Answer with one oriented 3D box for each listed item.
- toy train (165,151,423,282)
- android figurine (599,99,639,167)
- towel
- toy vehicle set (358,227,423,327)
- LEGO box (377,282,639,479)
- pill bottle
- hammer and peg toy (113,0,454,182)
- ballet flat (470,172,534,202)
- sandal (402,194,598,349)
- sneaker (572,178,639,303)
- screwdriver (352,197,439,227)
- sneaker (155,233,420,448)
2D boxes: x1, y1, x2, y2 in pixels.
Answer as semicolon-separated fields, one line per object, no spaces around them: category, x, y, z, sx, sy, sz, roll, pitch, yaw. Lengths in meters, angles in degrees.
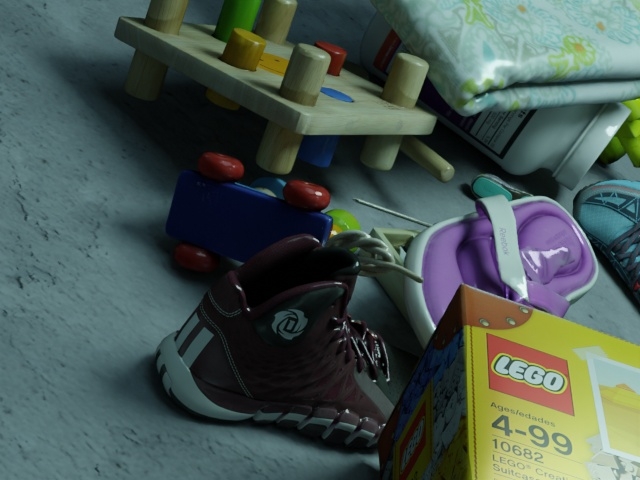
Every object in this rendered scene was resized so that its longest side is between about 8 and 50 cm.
toy train;0.000;0.000;1.278;0.248;0.105;0.143;19;9;21
android figurine;0.351;-0.218;1.908;0.273;0.056;0.248;55;-12;-18
towel;0.208;-0.286;1.641;0.374;0.090;0.320;-9;52;-40
toy vehicle set;0.169;0.092;1.424;0.166;0.035;0.267;2;41;-43
LEGO box;0.296;0.282;1.024;0.500;0.193;0.372;19;32;-8
pill bottle;0.220;-0.206;1.781;0.323;0.181;0.181;37;29;6
hammer and peg toy;-0.006;-0.169;1.491;0.266;0.127;0.361;30;20;30
ballet flat;0.230;-0.045;1.696;0.114;0.041;0.041;33;29;-2
sandal;0.193;0.021;1.379;0.169;0.102;0.416;50;28;1
sneaker;0.408;0.025;1.697;0.262;0.104;0.125;37;31;9
screwdriver;0.106;-0.021;1.467;0.170;0.024;0.025;23;59;-22
sneaker;0.019;0.079;1.163;0.281;0.162;0.106;9;37;-37
